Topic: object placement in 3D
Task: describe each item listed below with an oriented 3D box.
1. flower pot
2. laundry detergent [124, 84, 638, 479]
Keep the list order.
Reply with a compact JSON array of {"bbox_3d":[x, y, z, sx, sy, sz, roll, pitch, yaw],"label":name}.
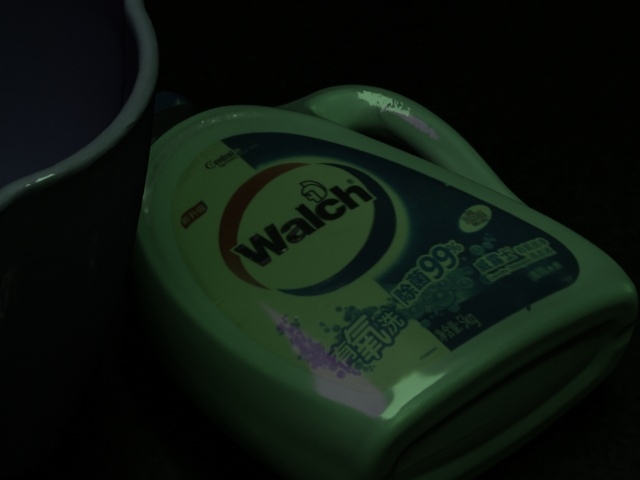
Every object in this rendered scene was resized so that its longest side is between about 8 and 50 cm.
[{"bbox_3d":[-0.207,-0.008,0.882,0.265,0.243,0.265,4,45,-4],"label":"flower pot"},{"bbox_3d":[0.000,0.000,0.986,0.215,0.105,0.280,-28,53,-27],"label":"laundry detergent"}]
